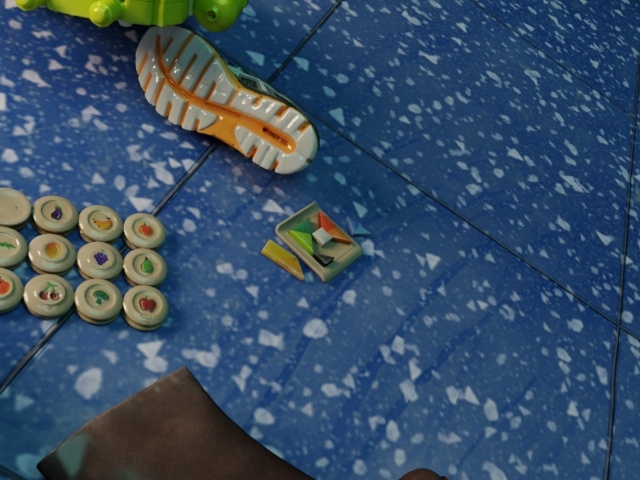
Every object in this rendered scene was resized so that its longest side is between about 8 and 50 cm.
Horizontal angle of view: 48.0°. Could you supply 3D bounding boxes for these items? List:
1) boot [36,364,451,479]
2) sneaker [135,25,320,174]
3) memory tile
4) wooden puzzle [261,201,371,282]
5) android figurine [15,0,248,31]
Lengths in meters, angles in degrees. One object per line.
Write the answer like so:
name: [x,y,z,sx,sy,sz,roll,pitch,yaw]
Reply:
boot: [-0.034,0.167,0.489,0.248,0.090,0.207,-26,74,-39]
sneaker: [-0.091,-0.137,0.716,0.215,0.084,0.083,37,17,5]
memory tile: [-0.193,0.014,0.568,0.148,0.012,0.113,10,51,-25]
wooden puzzle: [0.000,0.000,0.699,0.078,0.014,0.116,42,44,3]
android figurine: [-0.195,-0.255,0.688,0.248,0.056,0.273,11,30,-3]
